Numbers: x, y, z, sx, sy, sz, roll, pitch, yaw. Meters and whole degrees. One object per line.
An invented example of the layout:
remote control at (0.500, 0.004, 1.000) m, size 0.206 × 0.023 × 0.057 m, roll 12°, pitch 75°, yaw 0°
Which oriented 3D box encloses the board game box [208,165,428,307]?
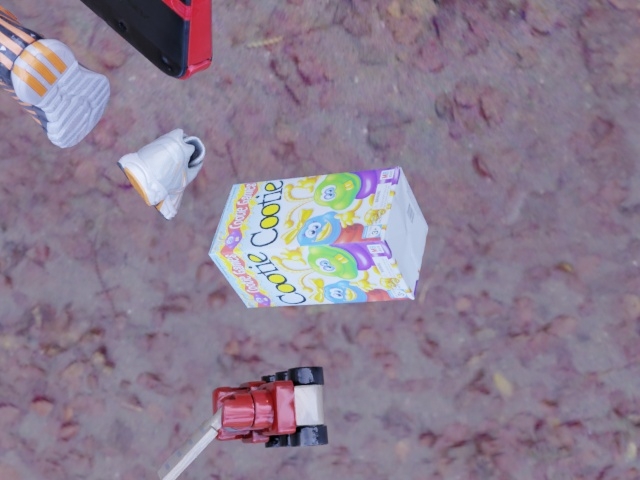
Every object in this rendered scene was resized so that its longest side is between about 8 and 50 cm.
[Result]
board game box at (0.000, 0.000, 1.414) m, size 0.275 × 0.142 × 0.144 m, roll -5°, pitch 139°, yaw 25°

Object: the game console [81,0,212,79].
game console at (-0.296, -0.433, 1.351) m, size 0.386 × 0.060 × 0.342 m, roll 41°, pitch 152°, yaw 14°

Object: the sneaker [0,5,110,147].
sneaker at (-0.419, -0.252, 1.367) m, size 0.180 × 0.321 × 0.124 m, roll 37°, pitch 79°, yaw 8°

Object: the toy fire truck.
toy fire truck at (-0.131, 0.282, 1.454) m, size 0.246 × 0.217 × 0.158 m, roll 1°, pitch 78°, yaw -20°

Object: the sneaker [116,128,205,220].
sneaker at (-0.225, -0.107, 1.475) m, size 0.121 × 0.262 × 0.099 m, roll -37°, pitch 90°, yaw -4°
